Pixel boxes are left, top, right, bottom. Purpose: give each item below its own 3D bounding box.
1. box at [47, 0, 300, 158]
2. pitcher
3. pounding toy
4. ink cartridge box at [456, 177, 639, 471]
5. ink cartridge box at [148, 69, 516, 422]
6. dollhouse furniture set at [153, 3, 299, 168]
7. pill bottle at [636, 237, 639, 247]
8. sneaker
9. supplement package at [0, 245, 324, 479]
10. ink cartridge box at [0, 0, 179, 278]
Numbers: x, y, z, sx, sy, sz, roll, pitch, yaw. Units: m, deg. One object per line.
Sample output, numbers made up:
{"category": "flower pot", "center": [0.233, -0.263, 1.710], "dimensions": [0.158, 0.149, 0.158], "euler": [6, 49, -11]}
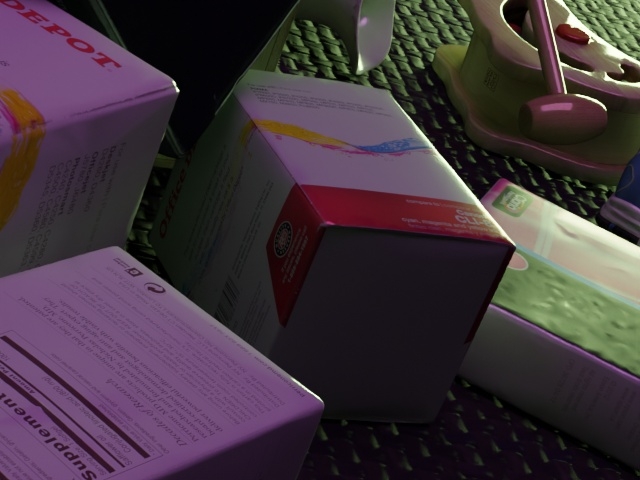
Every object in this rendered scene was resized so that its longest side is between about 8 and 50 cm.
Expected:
{"category": "box", "center": [-0.181, -0.261, 1.118], "dimensions": [0.395, 0.212, 0.293], "euler": [20, 63, 33]}
{"category": "pitcher", "center": [-0.018, -0.251, 1.501], "dimensions": [0.207, 0.177, 0.125], "euler": [30, 13, 14]}
{"category": "pounding toy", "center": [0.197, -0.145, 1.487], "dimensions": [0.154, 0.155, 0.269], "euler": [8, 29, -17]}
{"category": "ink cartridge box", "center": [0.237, 0.092, 1.187], "dimensions": [0.371, 0.069, 0.176], "euler": [29, 27, 10]}
{"category": "ink cartridge box", "center": [0.000, 0.000, 1.101], "dimensions": [0.127, 0.128, 0.176], "euler": [5, 31, -30]}
{"category": "dollhouse furniture set", "center": [-0.111, -0.179, 1.315], "dimensions": [0.212, 0.161, 0.242], "euler": [7, 30, -27]}
{"category": "pill bottle", "center": [0.286, 0.030, 1.313], "dimensions": [0.137, 0.078, 0.078], "euler": [18, 27, -9]}
{"category": "sneaker", "center": [0.285, -0.048, 1.456], "dimensions": [0.080, 0.081, 0.211], "euler": [31, 26, 21]}
{"category": "supplement package", "center": [-0.138, 0.113, 0.778], "dimensions": [0.134, 0.139, 0.244], "euler": [35, 31, 26]}
{"category": "ink cartridge box", "center": [-0.239, -0.012, 0.869], "dimensions": [0.198, 0.197, 0.270], "euler": [32, 29, 21]}
